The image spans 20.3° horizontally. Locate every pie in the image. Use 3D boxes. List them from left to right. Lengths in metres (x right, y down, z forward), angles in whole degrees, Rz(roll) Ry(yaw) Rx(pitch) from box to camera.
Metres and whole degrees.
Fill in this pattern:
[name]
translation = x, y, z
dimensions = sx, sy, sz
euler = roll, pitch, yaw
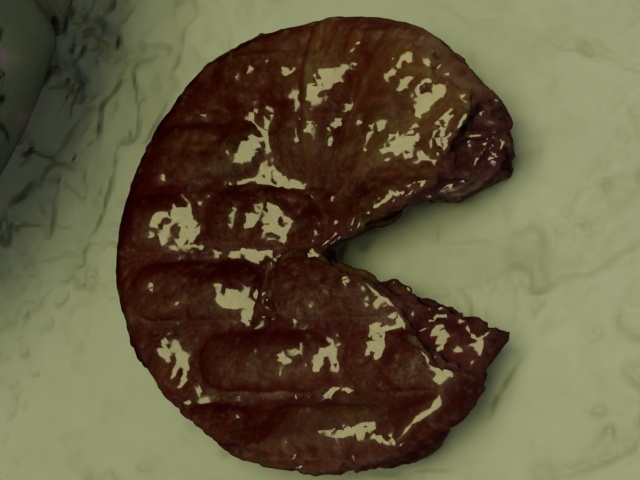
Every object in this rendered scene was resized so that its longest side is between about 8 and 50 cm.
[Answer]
[pie]
translation = 0.000, 0.000, 0.846
dimensions = 0.204, 0.054, 0.219
euler = 14, 84, 26

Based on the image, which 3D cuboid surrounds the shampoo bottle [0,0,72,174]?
[shampoo bottle]
translation = -0.265, -0.114, 0.867
dimensions = 0.273, 0.273, 0.266
euler = 29, 80, 27
